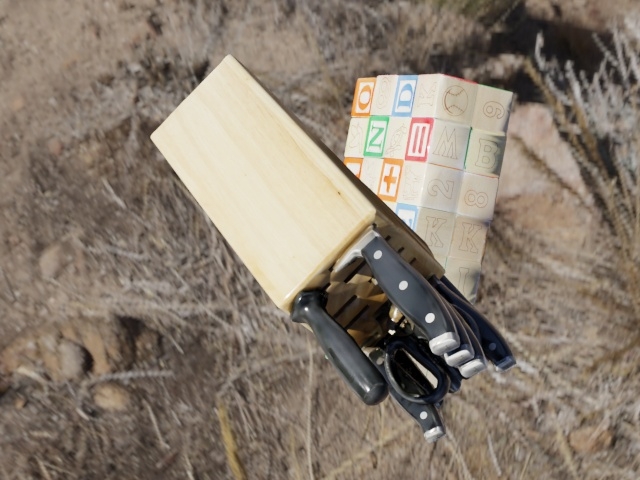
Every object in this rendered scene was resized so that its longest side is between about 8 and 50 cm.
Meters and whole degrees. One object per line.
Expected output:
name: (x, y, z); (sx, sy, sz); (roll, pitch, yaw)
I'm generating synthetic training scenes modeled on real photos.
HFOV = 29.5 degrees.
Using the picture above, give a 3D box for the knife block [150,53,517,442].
knife block: (0.000, 0.000, 0.784); (0.276, 0.242, 0.088); (45, 95, -2)

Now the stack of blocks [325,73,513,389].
stack of blocks: (0.087, -0.013, 1.227); (0.087, 0.171, 0.297); (10, 91, -27)
